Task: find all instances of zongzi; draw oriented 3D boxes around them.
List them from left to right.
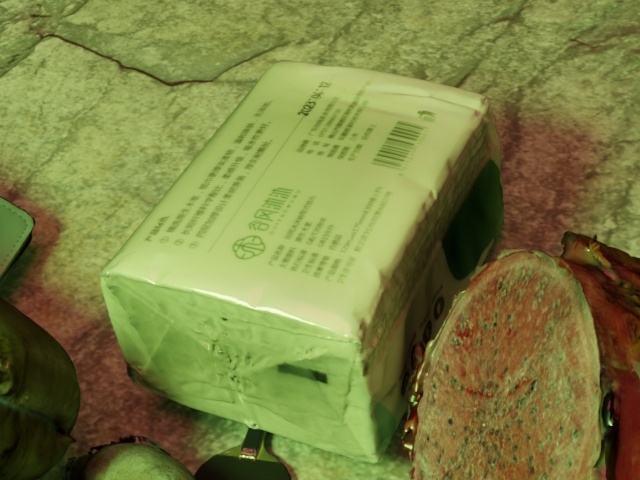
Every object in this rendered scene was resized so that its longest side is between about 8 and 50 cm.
[{"bbox_3d":[-0.406,0.193,1.034,0.356,0.174,0.393,23,78,36],"label":"zongzi"}]

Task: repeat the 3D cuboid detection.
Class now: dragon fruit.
[{"bbox_3d":[0.236,0.177,0.914,0.262,0.296,0.314,17,38,-20],"label":"dragon fruit"}]

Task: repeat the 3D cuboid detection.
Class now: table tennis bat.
[{"bbox_3d":[-0.068,0.211,1.084,0.095,0.014,0.158,3,49,16],"label":"table tennis bat"}]

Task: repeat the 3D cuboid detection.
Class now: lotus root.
[{"bbox_3d":[-0.160,0.215,1.048,0.088,0.088,0.165,-40,38,-26],"label":"lotus root"}]

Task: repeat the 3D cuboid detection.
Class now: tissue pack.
[{"bbox_3d":[0.000,0.001,1.142,0.266,0.194,0.356,13,46,22],"label":"tissue pack"}]

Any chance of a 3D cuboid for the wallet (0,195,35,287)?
[{"bbox_3d":[-0.443,-0.014,1.259,0.250,0.075,0.176,29,47,-6],"label":"wallet"}]
